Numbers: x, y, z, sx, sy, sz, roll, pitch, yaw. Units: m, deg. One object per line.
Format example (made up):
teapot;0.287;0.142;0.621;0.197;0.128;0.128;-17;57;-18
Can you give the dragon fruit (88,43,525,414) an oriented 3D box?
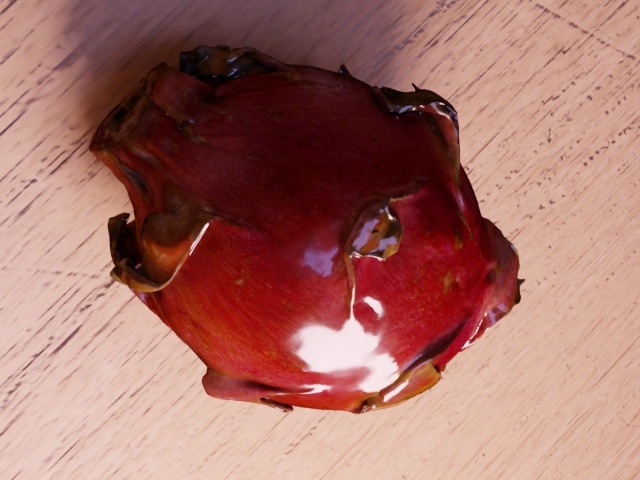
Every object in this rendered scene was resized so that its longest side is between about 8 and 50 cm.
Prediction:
dragon fruit;-0.002;-0.003;0.913;0.250;0.250;0.315;-36;117;-16
